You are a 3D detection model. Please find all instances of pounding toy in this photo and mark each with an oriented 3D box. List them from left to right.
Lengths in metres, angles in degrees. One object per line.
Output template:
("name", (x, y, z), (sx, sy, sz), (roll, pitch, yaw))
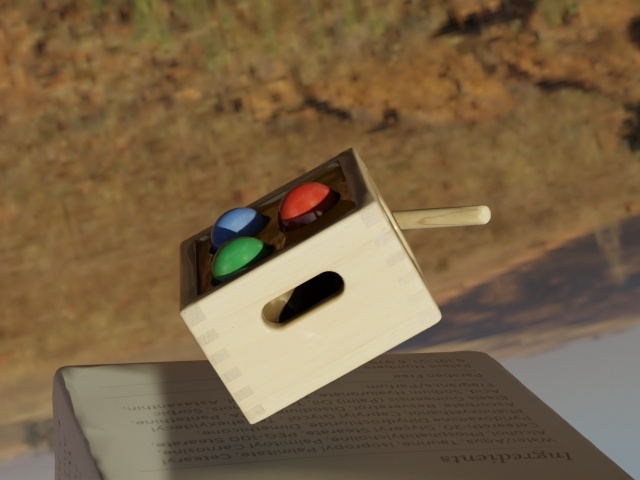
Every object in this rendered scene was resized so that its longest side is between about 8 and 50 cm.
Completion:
("pounding toy", (0.008, -0.006, 0.990), (0.181, 0.094, 0.206), (-29, -162, 5))

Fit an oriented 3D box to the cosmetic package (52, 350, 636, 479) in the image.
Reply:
("cosmetic package", (0.015, 0.282, 0.988), (0.327, 0.329, 0.393), (0, -166, -17))
